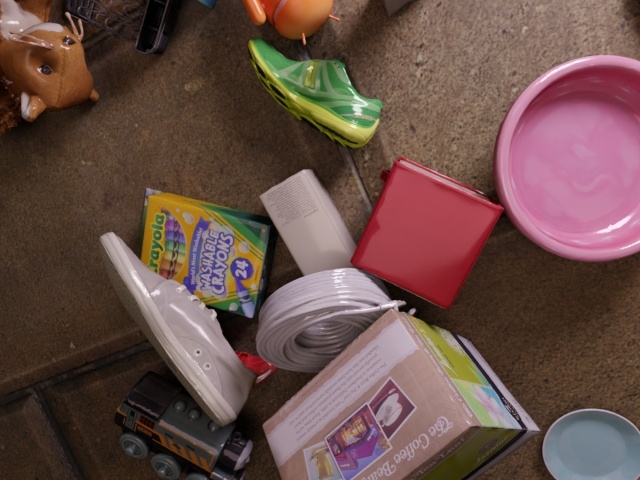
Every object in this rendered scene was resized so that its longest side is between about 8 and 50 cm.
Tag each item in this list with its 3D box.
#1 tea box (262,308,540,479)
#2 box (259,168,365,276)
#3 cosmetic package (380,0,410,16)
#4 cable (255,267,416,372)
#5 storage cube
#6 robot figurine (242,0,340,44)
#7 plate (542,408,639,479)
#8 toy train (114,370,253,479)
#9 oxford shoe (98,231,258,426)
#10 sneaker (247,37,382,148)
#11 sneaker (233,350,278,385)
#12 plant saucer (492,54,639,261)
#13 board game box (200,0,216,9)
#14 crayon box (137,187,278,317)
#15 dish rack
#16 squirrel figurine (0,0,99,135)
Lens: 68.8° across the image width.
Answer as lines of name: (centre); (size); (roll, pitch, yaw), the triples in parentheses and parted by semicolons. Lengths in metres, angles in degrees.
tea box: (0.142, 0.331, 0.822); (0.329, 0.323, 0.220); (-45, 49, 15)
box: (0.000, 0.000, 0.936); (0.113, 0.094, 0.275); (-27, 94, 16)
cosmetic package: (0.127, -0.444, 0.747); (0.099, 0.239, 0.060); (-29, 93, 16)
cable: (0.011, 0.151, 0.851); (0.257, 0.089, 0.257); (6, 138, -19)
storage cube: (0.184, -0.024, 0.844); (0.215, 0.183, 0.193); (24, 106, 7)
robot figurine: (-0.066, -0.460, 0.846); (0.128, 0.158, 0.219); (-39, 91, 33)
plate: (0.540, 0.417, 0.930); (0.188, 0.024, 0.188); (3, 102, 13)
toy train: (-0.309, 0.436, 1.048); (0.334, 0.142, 0.190); (28, 122, 6)
oxford shoe: (-0.287, 0.162, 0.945); (0.130, 0.169, 0.449); (-38, 88, -28)
sneaker: (-0.011, -0.293, 0.892); (0.295, 0.109, 0.123); (37, 83, 5)
sneaker: (-0.209, 0.265, 1.039); (0.221, 0.087, 0.128); (-20, 97, 14)
plant saucer: (0.450, -0.132, 0.789); (0.332, 0.084, 0.332); (0, 94, 0)
board game box: (-0.196, -0.546, 0.842); (0.047, 0.160, 0.210); (36, 105, 4)
crayon box: (-0.265, 0.021, 1.006); (0.323, 0.083, 0.203); (14, 103, 10)
dish rack: (-0.406, -0.513, 0.941); (0.271, 0.074, 0.208); (25, 104, 7)
squirrel figurine: (-0.653, -0.382, 0.959); (0.370, 0.281, 0.397); (44, 121, -9)
